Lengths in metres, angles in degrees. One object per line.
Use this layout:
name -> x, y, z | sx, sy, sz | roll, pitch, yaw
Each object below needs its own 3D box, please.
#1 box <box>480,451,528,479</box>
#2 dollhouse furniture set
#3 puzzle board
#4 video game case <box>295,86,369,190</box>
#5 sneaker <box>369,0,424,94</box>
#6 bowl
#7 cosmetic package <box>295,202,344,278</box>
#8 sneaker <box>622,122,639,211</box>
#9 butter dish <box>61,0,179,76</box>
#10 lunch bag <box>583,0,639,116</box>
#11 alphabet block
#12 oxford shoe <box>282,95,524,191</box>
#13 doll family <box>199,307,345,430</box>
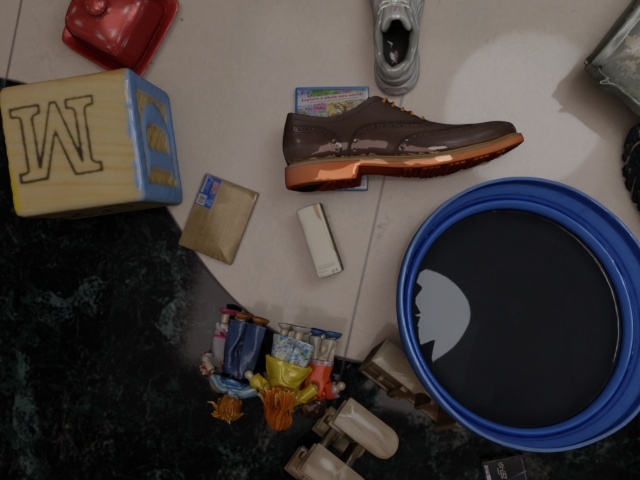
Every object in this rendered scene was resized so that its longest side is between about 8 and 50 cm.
box -> 0.295, 0.383, 1.067 | 0.067, 0.018, 0.083 | -12, 90, 6
dollhouse furniture set -> 0.085, 0.296, 0.997 | 0.161, 0.212, 0.242 | 37, 70, 4
puzzle board -> -0.168, -0.036, 1.113 | 0.096, 0.011, 0.128 | 22, 93, 6
video game case -> 0.018, -0.164, 1.088 | 0.119, 0.015, 0.166 | 1, 91, 7
sneaker -> 0.118, -0.346, 1.022 | 0.090, 0.115, 0.232 | -6, 91, 6
bowl -> 0.297, 0.102, 0.974 | 0.391, 0.077, 0.391 | 2, 75, -7
cosmetic package -> 0.000, 0.000, 1.071 | 0.041, 0.060, 0.115 | -18, 91, 5
sneaker -> 0.548, -0.055, 0.978 | 0.122, 0.110, 0.283 | -24, 75, -1
butter dish -> -0.336, -0.359, 1.069 | 0.160, 0.118, 0.159 | 30, 95, 4
lunch bag -> 0.544, -0.277, 0.953 | 0.235, 0.169, 0.287 | 39, 90, 4
alphabet block -> -0.344, -0.139, 1.041 | 0.197, 0.192, 0.193 | -7, 89, 5
oxford shoe -> 0.121, -0.160, 1.015 | 0.364, 0.130, 0.132 | -7, 85, -2
doll family -> -0.098, 0.199, 1.024 | 0.263, 0.118, 0.163 | 9, 85, 25
